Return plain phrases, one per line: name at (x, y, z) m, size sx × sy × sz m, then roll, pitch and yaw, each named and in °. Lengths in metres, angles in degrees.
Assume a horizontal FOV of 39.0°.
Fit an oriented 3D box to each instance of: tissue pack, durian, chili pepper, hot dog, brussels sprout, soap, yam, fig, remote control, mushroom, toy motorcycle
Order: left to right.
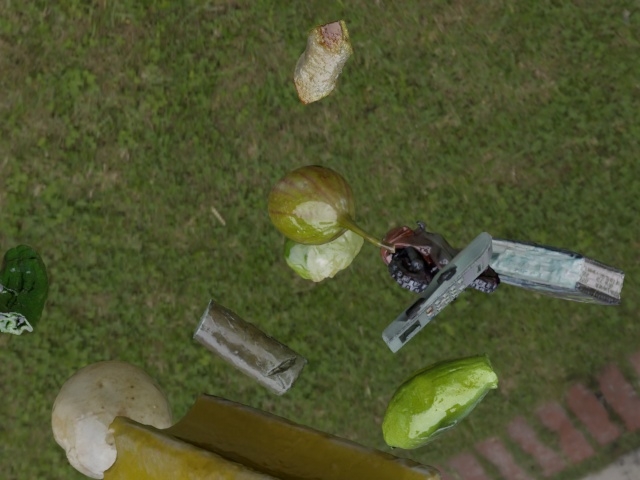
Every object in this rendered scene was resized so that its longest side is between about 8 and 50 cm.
chili pepper at (-0.580, 0.097, 1.758) m, size 0.099 × 0.253 × 0.083 m, roll -3°, pitch 119°, yaw -14°
mushroom at (-0.281, 0.243, 1.213) m, size 0.166 × 0.166 × 0.127 m, roll 21°, pitch 124°, yaw -24°
yam at (-0.078, 0.119, 0.993) m, size 0.132 × 0.054 × 0.054 m, roll 35°, pitch 115°, yaw -10°
soap at (-0.043, 0.280, 0.726) m, size 0.143 × 0.281 × 0.259 m, roll -7°, pitch 99°, yaw -50°
brussels sprout at (-0.003, -0.004, 1.786) m, size 0.149 × 0.151 × 0.122 m, roll -31°, pitch 124°, yaw 24°
hot dog at (0.007, -0.292, 1.431) m, size 0.078 × 0.061 × 0.169 m, roll 34°, pitch 134°, yaw 1°
fig at (0.020, -0.037, 0.942) m, size 0.166 × 0.093 × 0.093 m, roll 1°, pitch 142°, yaw 44°
durian at (0.183, 0.270, 1.468) m, size 0.250 × 0.101 × 0.139 m, roll -44°, pitch 141°, yaw 21°
toy motorcycle at (0.165, 0.030, 1.289) m, size 0.212 × 0.118 × 0.084 m, roll 3°, pitch 125°, yaw -42°
remote control at (0.133, 0.058, 1.020) m, size 0.166 × 0.029 × 0.065 m, roll -43°, pitch 161°, yaw -3°
tissue pack at (0.375, 0.051, 1.458) m, size 0.235 × 0.173 × 0.073 m, roll 15°, pitch 87°, yaw -55°
